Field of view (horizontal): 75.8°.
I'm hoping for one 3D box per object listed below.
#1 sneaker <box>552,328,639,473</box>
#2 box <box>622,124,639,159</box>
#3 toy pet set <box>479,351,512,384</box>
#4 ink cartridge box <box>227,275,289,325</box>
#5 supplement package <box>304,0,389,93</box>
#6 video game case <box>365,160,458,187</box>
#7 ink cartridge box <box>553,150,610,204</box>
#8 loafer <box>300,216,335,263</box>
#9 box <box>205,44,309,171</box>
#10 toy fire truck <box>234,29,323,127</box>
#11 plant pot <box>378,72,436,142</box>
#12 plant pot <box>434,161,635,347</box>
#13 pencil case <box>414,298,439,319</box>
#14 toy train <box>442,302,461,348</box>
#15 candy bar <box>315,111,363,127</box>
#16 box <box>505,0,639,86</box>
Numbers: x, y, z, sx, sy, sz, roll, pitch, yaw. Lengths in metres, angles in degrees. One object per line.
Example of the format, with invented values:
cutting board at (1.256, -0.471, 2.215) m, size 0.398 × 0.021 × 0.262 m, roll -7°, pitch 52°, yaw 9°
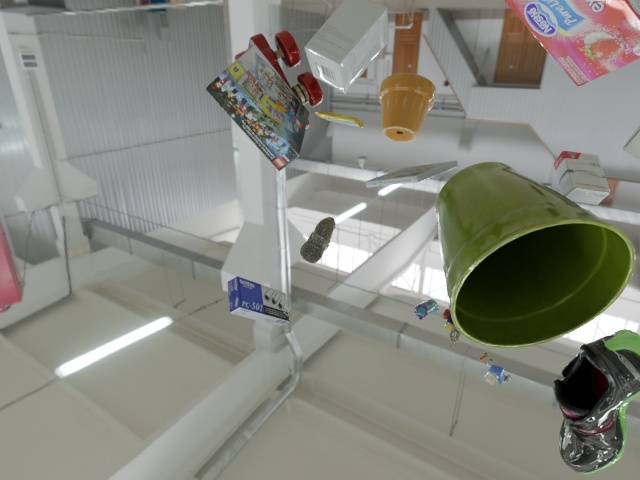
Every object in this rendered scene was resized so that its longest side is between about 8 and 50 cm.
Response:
sneaker at (0.716, 0.438, 1.116) m, size 0.202 × 0.483 × 0.185 m, roll -4°, pitch -154°, yaw -4°
box at (0.655, -0.221, 0.677) m, size 0.148 × 0.127 × 0.232 m, roll 40°, pitch -105°, yaw 20°
toy pet set at (0.650, 0.470, 1.515) m, size 0.114 × 0.065 × 0.122 m, roll -21°, pitch -116°, yaw -47°
ink cartridge box at (-0.176, 0.180, 1.196) m, size 0.207 × 0.046 × 0.097 m, roll 28°, pitch -140°, yaw -48°
supplement package at (0.065, -0.458, 0.957) m, size 0.105 × 0.179 × 0.105 m, roll 36°, pitch 172°, yaw 21°
video game case at (0.275, -0.202, 1.244) m, size 0.212 × 0.023 × 0.193 m, roll -24°, pitch -164°, yaw -38°
ink cartridge box at (0.771, -0.187, 1.221) m, size 0.109 × 0.063 × 0.151 m, roll 9°, pitch -123°, yaw 2°
loafer at (0.000, 0.000, 0.954) m, size 0.056 × 0.148 × 0.050 m, roll 41°, pitch -134°, yaw 3°
box at (-0.092, -0.232, 0.694) m, size 0.044 × 0.159 × 0.233 m, roll -32°, pitch -154°, yaw 21°
toy fire truck at (-0.132, -0.466, 1.254) m, size 0.169 × 0.302 × 0.254 m, roll -32°, pitch -167°, yaw -7°
plant pot at (0.306, -0.474, 1.515) m, size 0.205 × 0.188 × 0.205 m, roll 12°, pitch 172°, yaw 2°
plant pot at (0.437, -0.001, 0.976) m, size 0.366 × 0.367 × 0.353 m, roll -1°, pitch -142°, yaw -4°
pencil case at (0.478, 0.308, 1.849) m, size 0.064 × 0.070 × 0.151 m, roll 10°, pitch -173°, yaw 34°
toy train at (0.524, 0.325, 1.624) m, size 0.105 × 0.143 × 0.248 m, roll 22°, pitch -113°, yaw 12°
candy bar at (0.051, -0.328, 1.108) m, size 0.161 × 0.018 × 0.040 m, roll 27°, pitch -175°, yaw 41°
box at (0.366, -0.372, 0.584) m, size 0.128 × 0.257 × 0.122 m, roll -55°, pitch -166°, yaw -18°
